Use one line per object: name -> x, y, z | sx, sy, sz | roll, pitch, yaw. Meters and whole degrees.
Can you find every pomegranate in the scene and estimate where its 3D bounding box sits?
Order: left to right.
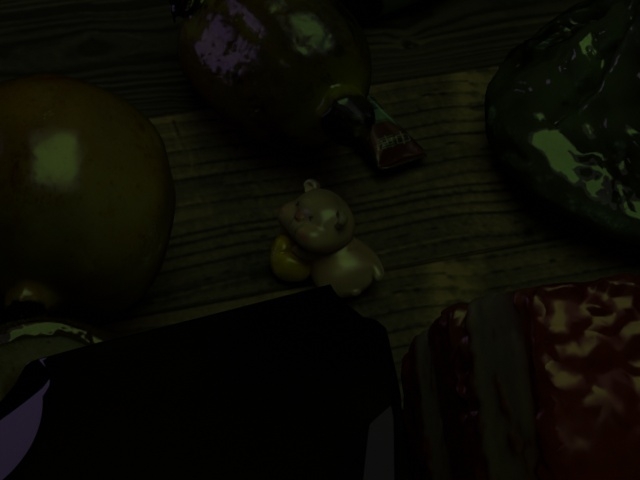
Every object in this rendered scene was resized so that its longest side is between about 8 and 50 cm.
pomegranate -> -0.230, -0.039, 1.329 | 0.233, 0.233, 0.233 | 4, 48, -4

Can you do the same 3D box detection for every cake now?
cake -> 0.220, 0.165, 1.097 | 0.269, 0.319, 0.270 | -3, 76, -11

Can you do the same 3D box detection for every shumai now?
shumai -> 0.366, -0.204, 1.483 | 0.397, 0.323, 0.324 | -27, 58, -28

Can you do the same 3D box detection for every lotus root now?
lotus root -> -0.044, -0.184, 1.519 | 0.141, 0.169, 0.314 | 10, 32, -52

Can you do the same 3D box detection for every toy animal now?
toy animal -> 0.000, 0.000, 1.411 | 0.091, 0.082, 0.114 | -21, 54, -22

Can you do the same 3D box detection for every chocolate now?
chocolate -> -0.059, 0.251, 1.047 | 0.314, 0.297, 0.326 | -15, 51, 11

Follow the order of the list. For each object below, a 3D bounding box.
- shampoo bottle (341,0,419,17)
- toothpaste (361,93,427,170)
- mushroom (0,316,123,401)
shampoo bottle -> 0.107, -0.331, 1.730 | 0.359, 0.078, 0.134 | -30, 64, -30
toothpaste -> 0.020, -0.154, 1.586 | 0.062, 0.039, 0.239 | -19, 55, -31
mushroom -> -0.224, 0.162, 1.214 | 0.194, 0.138, 0.231 | 27, 38, 34
